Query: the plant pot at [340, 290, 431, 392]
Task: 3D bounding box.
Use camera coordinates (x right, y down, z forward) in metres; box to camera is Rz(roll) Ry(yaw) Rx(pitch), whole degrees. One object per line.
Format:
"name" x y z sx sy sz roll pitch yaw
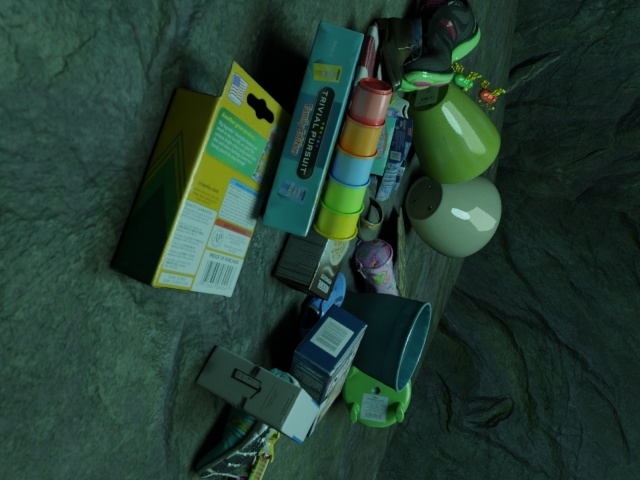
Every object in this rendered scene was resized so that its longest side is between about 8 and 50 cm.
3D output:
"plant pot" 0.162 0.273 1.517 0.271 0.255 0.272 -46 146 -45

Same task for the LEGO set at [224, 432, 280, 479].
"LEGO set" -0.162 0.449 1.180 0.132 0.107 0.287 156 -49 -75

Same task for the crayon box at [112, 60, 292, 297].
"crayon box" -0.166 -0.084 0.782 0.203 0.083 0.323 26 83 -66

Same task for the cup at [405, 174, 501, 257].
"cup" 0.447 -0.122 1.854 0.237 0.331 0.331 18 90 -40

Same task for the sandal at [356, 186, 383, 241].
"sandal" 0.115 -0.067 1.187 0.090 0.060 0.219 -63 155 -28

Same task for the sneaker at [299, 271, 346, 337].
"sneaker" 0.009 0.161 1.336 0.209 0.069 0.082 -60 158 -23

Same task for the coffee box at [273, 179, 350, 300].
"coffee box" 0.000 0.000 1.174 0.246 0.098 0.141 -69 156 -10

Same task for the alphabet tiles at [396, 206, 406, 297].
"alphabet tiles" 0.290 0.056 1.806 0.342 0.011 0.285 55 37 -68

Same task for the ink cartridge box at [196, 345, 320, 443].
"ink cartridge box" -0.119 0.302 0.998 0.086 0.203 0.148 -60 153 -21

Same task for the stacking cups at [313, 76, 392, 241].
"stacking cups" 0.064 -0.144 0.968 0.096 0.096 0.316 -44 157 -47

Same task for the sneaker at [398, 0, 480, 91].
"sneaker" 0.298 -0.556 1.406 0.483 0.185 0.202 -55 133 -41

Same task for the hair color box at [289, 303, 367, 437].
"hair color box" 0.001 0.337 1.292 0.174 0.105 0.347 -46 160 -39

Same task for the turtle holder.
"turtle holder" 0.188 0.481 1.800 0.227 0.243 0.320 18 49 -81

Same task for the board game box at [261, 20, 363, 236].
"board game box" -0.012 -0.182 0.933 0.254 0.079 0.336 -94 -159 -87

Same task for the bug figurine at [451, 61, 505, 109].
"bug figurine" 0.444 -0.521 1.639 0.216 0.279 0.072 7 121 -47

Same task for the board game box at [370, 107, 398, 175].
"board game box" 0.152 -0.252 1.307 0.210 0.047 0.160 -70 173 -80

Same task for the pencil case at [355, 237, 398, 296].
"pencil case" 0.180 0.110 1.621 0.124 0.124 0.284 -61 153 -25

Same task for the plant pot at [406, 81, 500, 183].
"plant pot" 0.395 -0.372 1.621 0.293 0.275 0.275 41 68 -47

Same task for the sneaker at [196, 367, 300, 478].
"sneaker" -0.159 0.395 1.099 0.275 0.110 0.107 -42 153 -17

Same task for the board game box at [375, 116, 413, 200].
"board game box" 0.199 -0.208 1.419 0.194 0.060 0.194 102 0 -53

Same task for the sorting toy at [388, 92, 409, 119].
"sorting toy" 0.209 -0.364 1.408 0.045 0.075 0.083 -50 147 -41

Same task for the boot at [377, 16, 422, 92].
"boot" 0.193 -0.440 1.176 0.082 0.106 0.219 68 15 -63

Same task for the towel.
"towel" 0.089 -0.284 1.161 0.237 0.037 0.329 64 38 -70
